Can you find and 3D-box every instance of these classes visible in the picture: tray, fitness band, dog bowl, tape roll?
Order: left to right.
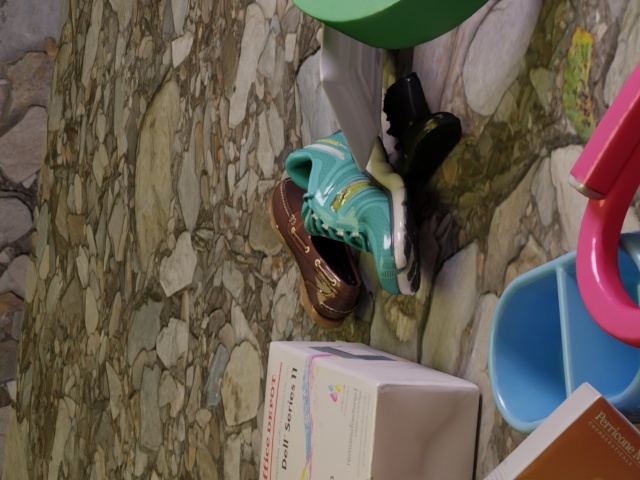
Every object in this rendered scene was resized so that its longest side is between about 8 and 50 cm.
[{"bbox_3d":[0.040,-0.215,1.915,0.145,0.030,0.270,66,-159,-45],"label":"tray"},{"bbox_3d":[0.087,-0.345,1.752,0.321,0.077,0.321,-23,57,40],"label":"tape roll"},{"bbox_3d":[0.231,0.081,1.504,0.297,0.074,0.166,149,122,-62],"label":"dog bowl"},{"bbox_3d":[0.283,-0.056,1.326,0.291,0.054,0.209,-59,34,16],"label":"fitness band"}]

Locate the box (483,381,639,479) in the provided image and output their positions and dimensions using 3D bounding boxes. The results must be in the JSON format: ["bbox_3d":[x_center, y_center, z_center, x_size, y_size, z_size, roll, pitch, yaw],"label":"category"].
[{"bbox_3d":[0.190,0.213,1.376,0.170,0.130,0.091,-45,0,3],"label":"box"}]

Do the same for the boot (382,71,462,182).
[{"bbox_3d":[0.102,-0.128,1.874,0.121,0.045,0.099,120,143,-57],"label":"boot"}]

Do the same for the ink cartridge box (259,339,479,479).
[{"bbox_3d":[0.028,0.220,1.906,0.353,0.119,0.207,-168,81,-67],"label":"ink cartridge box"}]

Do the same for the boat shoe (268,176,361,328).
[{"bbox_3d":[0.000,0.000,2.072,0.073,0.073,0.207,-63,40,41],"label":"boat shoe"}]

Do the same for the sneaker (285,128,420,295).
[{"bbox_3d":[0.037,-0.024,1.909,0.275,0.110,0.107,-117,13,-55],"label":"sneaker"}]
